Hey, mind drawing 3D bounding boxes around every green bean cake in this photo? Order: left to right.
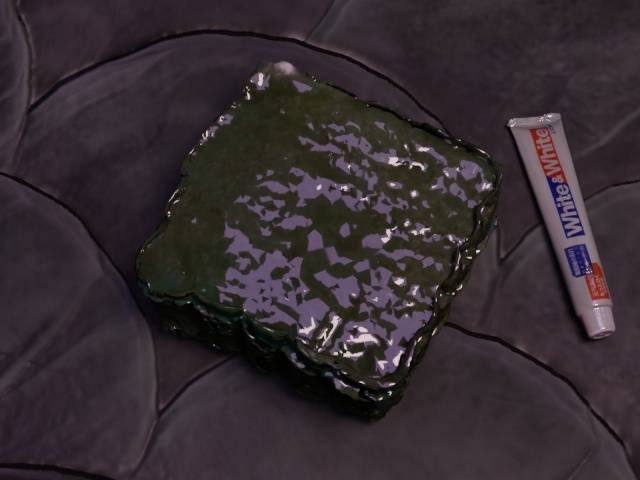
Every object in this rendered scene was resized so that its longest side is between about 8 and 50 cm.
[{"bbox_3d":[0.000,0.000,0.932,0.255,0.132,0.241,23,73,11],"label":"green bean cake"}]

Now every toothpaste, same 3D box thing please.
[{"bbox_3d":[0.218,-0.017,0.985,0.052,0.033,0.218,-10,67,-6],"label":"toothpaste"}]
